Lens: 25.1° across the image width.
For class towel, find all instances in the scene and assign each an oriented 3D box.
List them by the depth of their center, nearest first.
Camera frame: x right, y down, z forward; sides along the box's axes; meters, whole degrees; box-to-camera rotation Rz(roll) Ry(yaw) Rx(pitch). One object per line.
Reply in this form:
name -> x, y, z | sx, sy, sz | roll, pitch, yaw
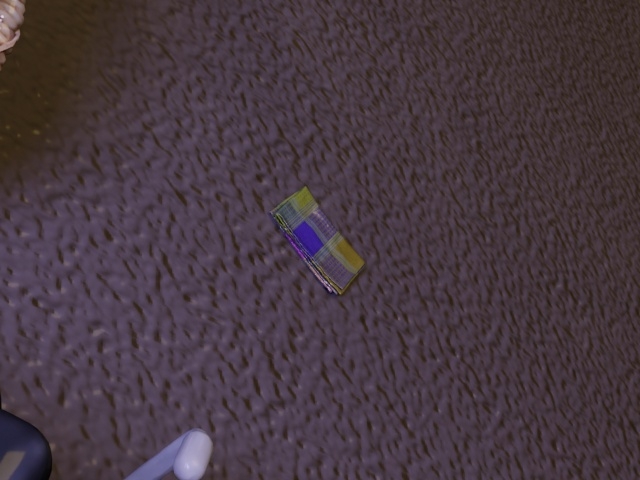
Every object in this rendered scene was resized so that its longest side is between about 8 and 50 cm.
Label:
towel -> 0.000, 0.000, 1.114 | 0.083, 0.009, 0.060 | 52, 34, -1

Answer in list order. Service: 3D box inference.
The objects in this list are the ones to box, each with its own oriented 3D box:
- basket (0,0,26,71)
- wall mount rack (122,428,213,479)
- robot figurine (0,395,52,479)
basket -> -0.294, -0.157, 0.713 | 0.299, 0.223, 0.213 | 21, 45, -39
wall mount rack -> -0.058, 0.263, 0.695 | 0.350, 0.130, 0.304 | 44, 33, -12
robot figurine -> -0.235, 0.077, 0.550 | 0.278, 0.209, 0.173 | 20, 17, 16
